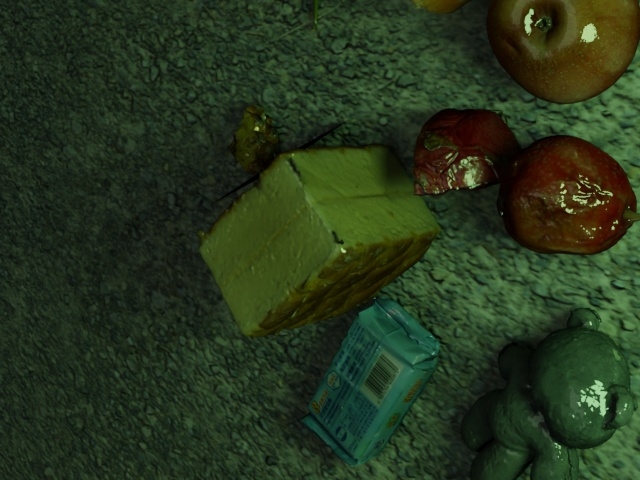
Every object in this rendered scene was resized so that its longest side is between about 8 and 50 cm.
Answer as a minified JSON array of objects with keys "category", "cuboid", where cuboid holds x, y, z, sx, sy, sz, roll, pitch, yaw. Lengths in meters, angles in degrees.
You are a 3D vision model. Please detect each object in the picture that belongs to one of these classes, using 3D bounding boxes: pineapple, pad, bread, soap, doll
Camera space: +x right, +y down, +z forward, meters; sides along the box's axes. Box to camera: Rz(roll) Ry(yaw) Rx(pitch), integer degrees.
[{"category":"pineapple","cuboid":[-0.123,-0.183,1.643,0.116,0.069,0.137,-7,82,46]},{"category":"pad","cuboid":[-0.108,-0.086,1.533,0.055,0.250,0.323,45,131,4]},{"category":"bread","cuboid":[0.000,0.000,1.414,0.279,0.279,0.207,-43,69,33]},{"category":"soap","cuboid":[0.086,0.245,1.504,0.156,0.077,0.293,44,121,29]},{"category":"doll","cuboid":[0.333,0.249,1.275,0.340,0.158,0.245,116,155,-44]}]

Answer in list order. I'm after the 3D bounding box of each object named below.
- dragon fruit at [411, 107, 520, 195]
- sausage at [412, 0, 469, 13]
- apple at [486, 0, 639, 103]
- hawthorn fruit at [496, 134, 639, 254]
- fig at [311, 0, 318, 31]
[{"category":"dragon fruit","cuboid":[0.207,-0.135,1.304,0.121,0.161,0.127,-13,98,43]},{"category":"sausage","cuboid":[0.227,-0.478,1.185,0.287,0.233,0.233,-28,78,38]},{"category":"apple","cuboid":[0.320,-0.285,1.176,0.201,0.162,0.201,5,97,41]},{"category":"hawthorn fruit","cuboid":[0.332,-0.054,1.202,0.173,0.173,0.179,-49,64,34]},{"category":"fig","cuboid":[-0.012,-0.441,1.488,0.093,0.093,0.166,51,125,24]}]
